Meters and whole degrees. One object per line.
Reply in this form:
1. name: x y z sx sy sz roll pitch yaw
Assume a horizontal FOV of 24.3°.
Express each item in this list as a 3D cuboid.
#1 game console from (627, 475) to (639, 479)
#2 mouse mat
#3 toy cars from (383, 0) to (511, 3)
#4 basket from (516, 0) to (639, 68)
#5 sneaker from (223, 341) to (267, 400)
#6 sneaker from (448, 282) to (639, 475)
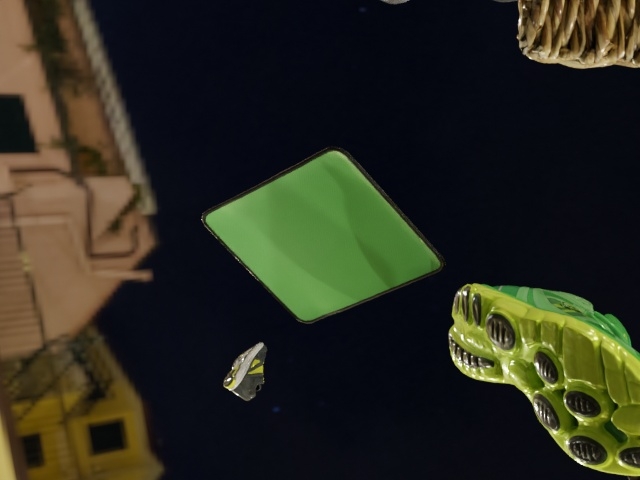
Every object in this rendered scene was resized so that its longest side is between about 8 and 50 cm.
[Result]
1. game console: 0.411 0.335 1.539 0.044 0.213 0.361 -40 -155 20
2. mouse mat: 0.000 0.000 1.317 0.190 0.007 0.152 -24 -63 42
3. toy cars: 0.004 -0.175 0.762 0.394 0.177 0.087 -144 -118 -75
4. basket: 0.290 -0.312 1.367 0.214 0.223 0.299 1 -80 8
5. sneaker: -0.073 0.137 1.537 0.031 0.083 0.035 -35 -79 34
6. sneaker: 0.213 0.094 1.205 0.295 0.124 0.109 -143 -128 -61
